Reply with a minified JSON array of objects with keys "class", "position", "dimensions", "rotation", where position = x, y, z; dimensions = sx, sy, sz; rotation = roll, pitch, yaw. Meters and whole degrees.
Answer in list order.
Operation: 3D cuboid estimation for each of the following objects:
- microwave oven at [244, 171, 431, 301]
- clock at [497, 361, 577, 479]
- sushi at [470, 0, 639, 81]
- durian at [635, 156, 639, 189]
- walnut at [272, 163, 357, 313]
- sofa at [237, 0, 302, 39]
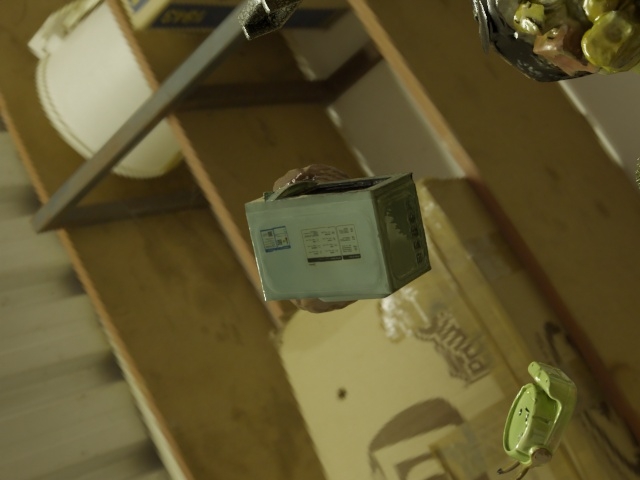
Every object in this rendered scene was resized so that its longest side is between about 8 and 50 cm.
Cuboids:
[{"class":"microwave oven","position":[0.025,-0.003,1.451],"dimensions":[0.122,0.208,0.162],"rotation":[-27,-72,-54]},{"class":"clock","position":[0.394,0.349,1.997],"dimensions":[0.069,0.231,0.170],"rotation":[21,-174,-5]},{"class":"sushi","position":[0.353,-0.366,1.337],"dimensions":[0.285,0.328,0.328],"rotation":[-121,14,-80]},{"class":"durian","position":[0.581,-0.104,1.727],"dimensions":[0.159,0.146,0.198],"rotation":[24,-162,-27]},{"class":"walnut","position":[-0.002,-0.001,1.981],"dimensions":[0.227,0.273,0.273],"rotation":[-27,-99,-30]},{"class":"sofa","position":[-0.068,-0.315,1.458],"dimensions":[0.060,0.118,0.039],"rotation":[-25,-91,-21]}]
